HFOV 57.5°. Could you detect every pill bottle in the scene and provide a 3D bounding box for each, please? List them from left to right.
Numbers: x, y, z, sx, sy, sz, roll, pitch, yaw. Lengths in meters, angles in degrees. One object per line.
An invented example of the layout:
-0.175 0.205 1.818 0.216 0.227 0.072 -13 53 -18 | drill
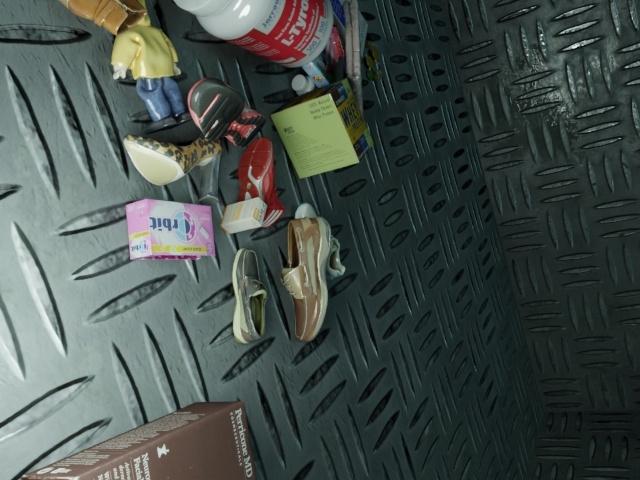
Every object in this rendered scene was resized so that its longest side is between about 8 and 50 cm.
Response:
-0.160 -0.580 1.416 0.407 0.228 0.229 -1 81 -58 | pill bottle
-0.033 -0.450 1.734 0.116 0.065 0.065 12 70 -56 | pill bottle

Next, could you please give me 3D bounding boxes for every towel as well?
0.107 -0.538 1.872 0.332 0.053 0.317 73 15 -67 | towel

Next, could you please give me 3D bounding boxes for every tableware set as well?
0.193 -0.681 2.219 0.104 0.024 0.154 -1 83 -55 | tableware set

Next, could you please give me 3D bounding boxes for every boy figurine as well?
-0.355 -0.360 1.163 0.177 0.092 0.285 -41 114 -55 | boy figurine

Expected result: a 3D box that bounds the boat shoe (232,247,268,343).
-0.155 0.124 1.344 0.080 0.073 0.224 23 62 -54 | boat shoe

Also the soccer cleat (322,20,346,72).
0.032 -0.641 1.873 0.248 0.095 0.083 52 40 -36 | soccer cleat

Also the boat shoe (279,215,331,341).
-0.050 0.096 1.507 0.116 0.123 0.325 6 83 -23 | boat shoe

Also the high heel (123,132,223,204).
-0.303 -0.203 1.211 0.261 0.093 0.186 34 46 -52 | high heel

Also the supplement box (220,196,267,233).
-0.177 -0.057 1.343 0.036 0.098 0.062 46 44 -41 | supplement box

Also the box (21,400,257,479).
-0.280 0.420 0.990 0.381 0.143 0.191 -7 86 -60 | box

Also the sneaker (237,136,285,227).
-0.142 -0.137 1.462 0.128 0.086 0.222 35 63 -59 | sneaker

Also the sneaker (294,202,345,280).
0.000 0.000 1.618 0.087 0.092 0.229 -35 109 -55 | sneaker

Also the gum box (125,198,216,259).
-0.294 -0.018 1.176 0.188 0.062 0.107 3 78 -58 | gum box

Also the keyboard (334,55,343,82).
0.063 -0.383 1.770 0.317 0.033 0.202 77 11 -67 | keyboard

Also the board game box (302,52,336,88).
-0.027 -0.539 1.724 0.211 0.039 0.160 47 27 -20 | board game box

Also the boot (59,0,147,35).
-0.387 -0.475 1.089 0.152 0.073 0.197 33 65 -3 | boot

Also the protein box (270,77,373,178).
0.007 -0.310 1.625 0.201 0.199 0.136 64 34 -22 | protein box

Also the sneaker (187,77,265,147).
-0.233 -0.293 1.273 0.136 0.116 0.314 43 5 10 | sneaker

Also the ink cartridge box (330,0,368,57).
0.045 -0.803 1.975 0.371 0.069 0.176 47 44 -45 | ink cartridge box
